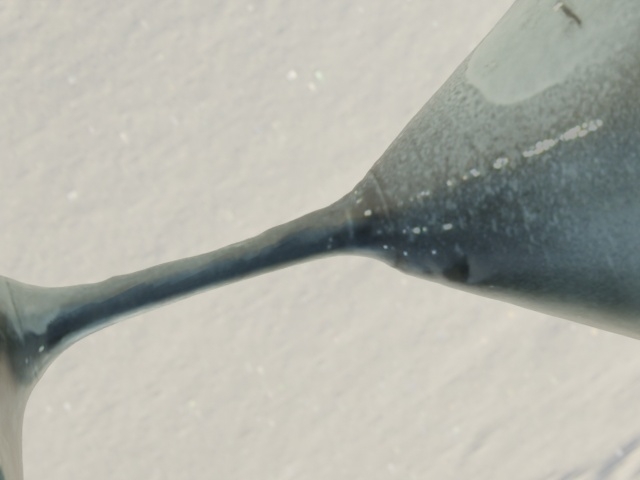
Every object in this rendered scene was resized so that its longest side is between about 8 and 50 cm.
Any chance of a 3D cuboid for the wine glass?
[{"bbox_3d":[0.000,0.000,0.484,0.232,0.156,0.156,-17,143,-10],"label":"wine glass"}]
